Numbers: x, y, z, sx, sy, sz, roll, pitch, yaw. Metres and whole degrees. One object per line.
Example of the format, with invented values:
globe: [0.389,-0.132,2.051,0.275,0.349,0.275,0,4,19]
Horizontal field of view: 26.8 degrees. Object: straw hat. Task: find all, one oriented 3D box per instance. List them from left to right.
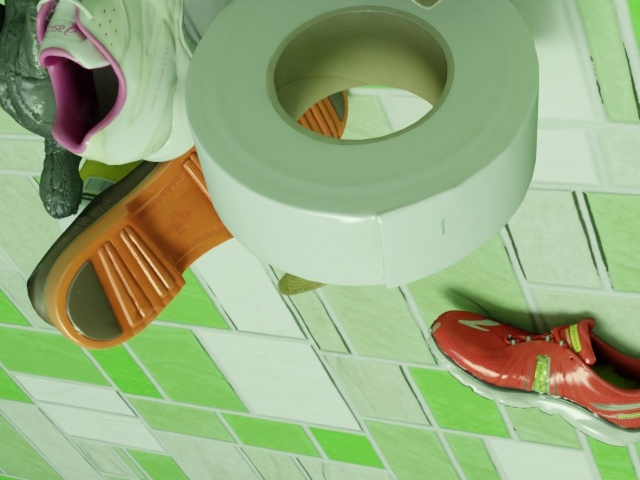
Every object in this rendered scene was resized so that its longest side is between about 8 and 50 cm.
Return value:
straw hat: [0.000,0.000,1.489,0.061,0.144,0.144,62,153,17]

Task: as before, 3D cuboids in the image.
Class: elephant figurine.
elephant figurine: [-0.245,-0.179,1.211,0.186,0.239,0.169,27,149,-6]

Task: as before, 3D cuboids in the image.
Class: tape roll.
tape roll: [0.036,-0.104,1.093,0.286,0.286,0.100,14,147,16]

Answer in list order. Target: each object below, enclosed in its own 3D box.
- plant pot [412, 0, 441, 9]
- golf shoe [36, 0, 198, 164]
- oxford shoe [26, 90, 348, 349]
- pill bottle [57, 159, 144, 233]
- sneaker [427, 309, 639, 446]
plant pot: [0.083,-0.260,1.005,0.109,0.096,0.109,34,148,-18]
golf shoe: [-0.172,-0.209,1.103,0.115,0.140,0.306,1,103,36]
oxford shoe: [-0.129,-0.052,1.259,0.133,0.363,0.130,18,142,55]
pill bottle: [-0.190,-0.072,1.391,0.103,0.184,0.103,17,149,11]
sneaker: [0.260,0.126,1.505,0.279,0.107,0.118,20,131,1]
